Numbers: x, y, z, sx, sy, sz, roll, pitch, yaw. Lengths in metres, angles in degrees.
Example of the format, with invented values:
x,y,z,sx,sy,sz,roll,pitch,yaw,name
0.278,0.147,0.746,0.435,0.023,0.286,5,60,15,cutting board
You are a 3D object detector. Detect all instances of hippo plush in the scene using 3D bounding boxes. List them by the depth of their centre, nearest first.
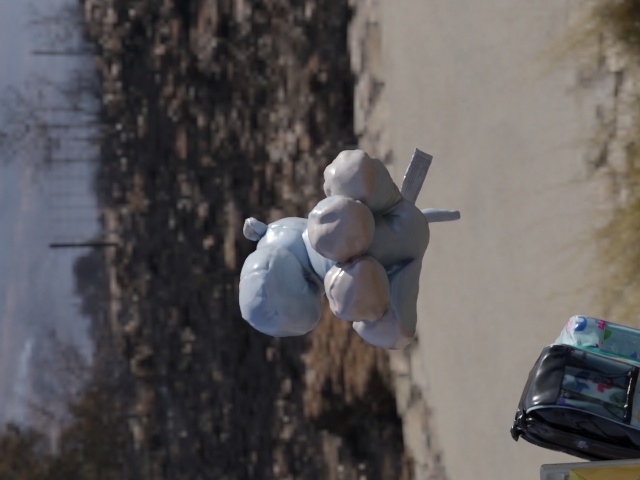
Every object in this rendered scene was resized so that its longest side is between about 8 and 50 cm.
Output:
x,y,z,sx,sy,sz,roll,pitch,yaw,name
0.000,0.000,1.737,0.234,0.236,0.294,59,-143,-34,hippo plush

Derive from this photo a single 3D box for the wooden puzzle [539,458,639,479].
x,y,z,sx,sy,sz,roll,pitch,yaw,name
0.366,0.322,1.578,0.239,0.221,0.044,-79,-19,-58,wooden puzzle

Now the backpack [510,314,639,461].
x,y,z,sx,sy,sz,roll,pitch,yaw,name
0.412,0.223,1.893,0.225,0.253,0.191,86,-155,-71,backpack
